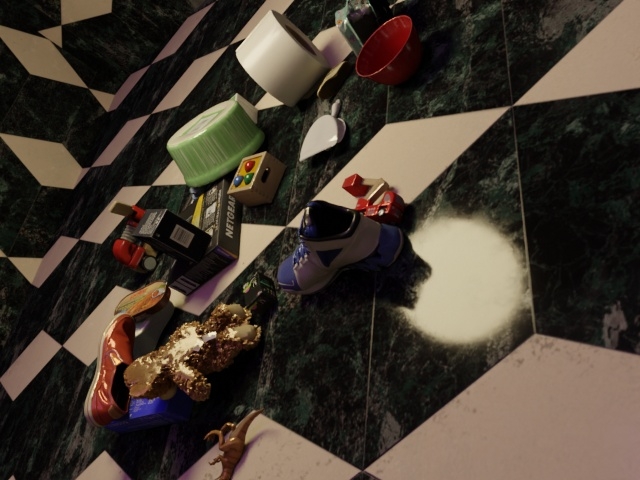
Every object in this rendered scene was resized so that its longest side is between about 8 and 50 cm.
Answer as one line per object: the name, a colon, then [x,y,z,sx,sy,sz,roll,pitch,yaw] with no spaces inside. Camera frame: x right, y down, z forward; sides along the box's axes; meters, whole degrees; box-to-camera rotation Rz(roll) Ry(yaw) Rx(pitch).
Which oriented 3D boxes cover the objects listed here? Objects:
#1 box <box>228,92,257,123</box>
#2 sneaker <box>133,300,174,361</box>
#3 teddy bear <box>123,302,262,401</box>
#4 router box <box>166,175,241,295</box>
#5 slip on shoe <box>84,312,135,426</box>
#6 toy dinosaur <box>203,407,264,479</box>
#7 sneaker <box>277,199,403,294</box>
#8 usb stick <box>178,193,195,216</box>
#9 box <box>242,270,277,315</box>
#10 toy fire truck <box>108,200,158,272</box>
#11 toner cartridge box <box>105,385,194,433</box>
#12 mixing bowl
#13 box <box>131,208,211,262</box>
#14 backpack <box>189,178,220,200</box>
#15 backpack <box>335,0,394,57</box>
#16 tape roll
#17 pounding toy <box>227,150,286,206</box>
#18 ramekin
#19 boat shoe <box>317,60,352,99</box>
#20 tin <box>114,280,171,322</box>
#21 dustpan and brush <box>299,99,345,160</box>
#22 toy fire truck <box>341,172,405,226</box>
box: [-0.287,-0.430,2.141,0.101,0.102,0.087,-33,41,30]
sneaker: [-0.559,0.282,1.876,0.151,0.094,0.255,7,58,48]
teddy bear: [-0.294,0.277,1.473,0.338,0.113,0.245,-43,46,-20]
router box: [-0.348,-0.019,1.878,0.243,0.081,0.308,-35,38,30]
slip on shoe: [-0.541,0.339,1.664,0.101,0.123,0.331,-16,45,15]
toy dinosaur: [-0.180,0.423,1.306,0.112,0.064,0.211,25,92,39]
sneaker: [0.001,0.000,1.311,0.316,0.182,0.127,-23,44,41]
usb stick: [-0.451,-0.102,2.121,0.077,0.045,0.277,-9,55,58]
box: [-0.150,0.130,1.514,0.062,0.052,0.083,-45,35,20]
toy fire truck: [-0.649,-0.028,2.126,0.159,0.246,0.217,4,65,54]
toner cartridge box: [-0.454,0.409,1.647,0.348,0.075,0.165,-23,44,41]
mixing bowl: [0.188,-0.458,1.546,0.181,0.098,0.181,-34,38,32]
box: [-0.423,-0.014,1.749,0.158,0.156,0.093,3,64,54]
backpack: [-0.382,-0.172,2.056,0.114,0.084,0.105,-10,51,53]
backpack: [0.127,-0.603,1.690,0.145,0.166,0.188,-18,45,32]
tape roll: [-0.113,-0.555,1.892,0.169,0.246,0.246,-44,34,20]
pounding toy: [-0.206,-0.201,1.840,0.206,0.094,0.181,-5,58,50]
ramekin: [-0.344,-0.319,1.984,0.304,0.148,0.303,-26,26,14]
boat shoe: [0.037,-0.466,1.802,0.135,0.050,0.045,-47,29,-5]
tin: [-0.529,0.187,1.839,0.190,0.040,0.106,-24,44,15]
dustpan and brush: [0.022,-0.313,1.688,0.147,0.060,0.211,-18,55,42]
toy fire truck: [0.115,-0.092,1.367,0.192,0.047,0.135,-8,54,49]
